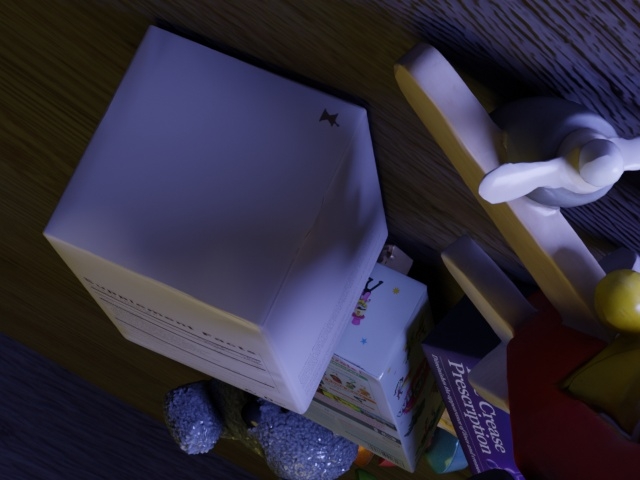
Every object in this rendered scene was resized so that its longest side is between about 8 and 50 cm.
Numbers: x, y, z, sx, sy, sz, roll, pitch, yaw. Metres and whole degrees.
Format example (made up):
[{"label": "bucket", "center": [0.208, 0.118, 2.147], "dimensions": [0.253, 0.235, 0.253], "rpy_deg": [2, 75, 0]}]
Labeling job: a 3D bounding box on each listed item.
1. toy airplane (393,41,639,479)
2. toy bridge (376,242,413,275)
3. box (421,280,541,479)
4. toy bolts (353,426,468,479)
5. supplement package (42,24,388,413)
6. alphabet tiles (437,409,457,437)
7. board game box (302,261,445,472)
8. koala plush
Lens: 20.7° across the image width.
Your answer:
[{"label": "toy airplane", "center": [0.210, 0.080, 1.079], "dimensions": [0.386, 0.272, 0.384], "rpy_deg": [31, -152, -56]}, {"label": "toy bridge", "center": [0.000, 0.000, 1.556], "dimensions": [0.188, 0.026, 0.063], "rpy_deg": [12, 160, 48]}, {"label": "box", "center": [0.215, 0.170, 1.453], "dimensions": [0.184, 0.103, 0.261], "rpy_deg": [9, 134, 41]}, {"label": "toy bolts", "center": [0.126, 0.255, 2.090], "dimensions": [0.158, 0.218, 0.228], "rpy_deg": [15, 136, -14]}, {"label": "supplement package", "center": [-0.067, -0.006, 1.328], "dimensions": [0.175, 0.178, 0.293], "rpy_deg": [23, 166, 11]}, {"label": "alphabet tiles", "center": [0.117, 0.146, 1.787], "dimensions": [0.278, 0.021, 0.284], "rpy_deg": [33, 166, 15]}, {"label": "board game box", "center": [-0.004, 0.089, 1.612], "dimensions": [0.224, 0.097, 0.303], "rpy_deg": [25, 165, 17]}, {"label": "koala plush", "center": [-0.025, 0.189, 1.877], "dimensions": [0.203, 0.196, 0.221], "rpy_deg": [24, -170, -29]}]
